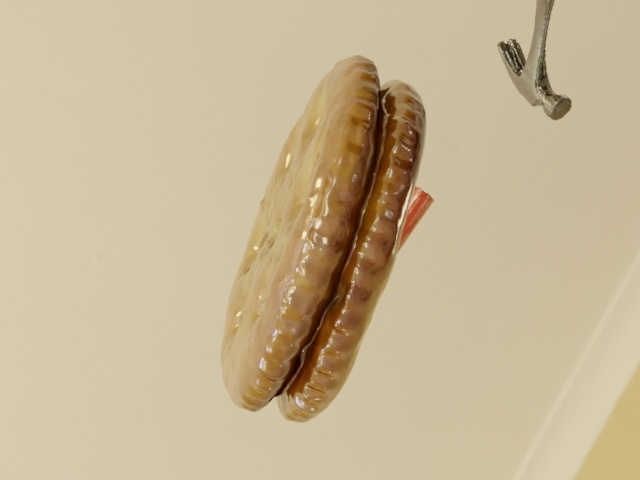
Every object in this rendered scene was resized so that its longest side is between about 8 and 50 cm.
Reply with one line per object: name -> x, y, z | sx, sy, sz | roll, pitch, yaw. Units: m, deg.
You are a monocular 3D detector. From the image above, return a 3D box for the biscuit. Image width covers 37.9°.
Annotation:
biscuit -> 0.000, 0.000, 0.549 | 0.066, 0.220, 0.220 | 19, -78, -10

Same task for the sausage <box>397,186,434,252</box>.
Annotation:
sausage -> 0.073, 0.000, 1.001 | 0.034, 0.034, 0.129 | 40, -98, -33

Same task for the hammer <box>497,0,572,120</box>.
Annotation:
hammer -> 0.158, -0.185, 0.651 | 0.021, 0.078, 0.201 | -18, -47, -17
